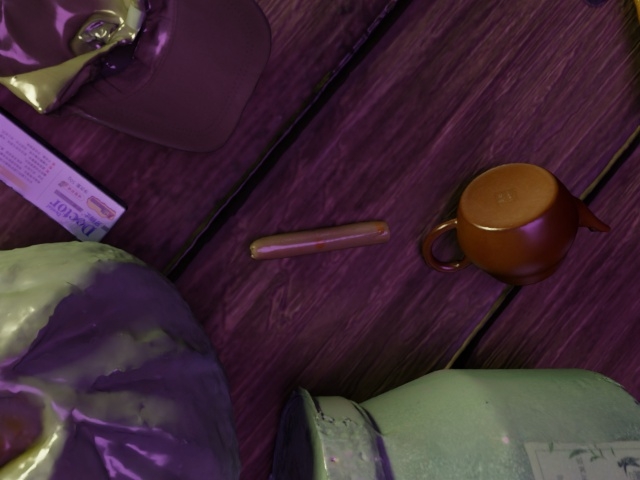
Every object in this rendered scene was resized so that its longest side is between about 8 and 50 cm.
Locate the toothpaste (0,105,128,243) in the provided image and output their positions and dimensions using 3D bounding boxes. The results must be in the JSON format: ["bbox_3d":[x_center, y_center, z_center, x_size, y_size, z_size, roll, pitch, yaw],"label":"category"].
[{"bbox_3d":[-0.233,-0.060,0.512,0.164,0.034,0.046,40,87,-18],"label":"toothpaste"}]

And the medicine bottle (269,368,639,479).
[{"bbox_3d":[0.114,0.229,0.556,0.289,0.245,0.245,5,98,-15],"label":"medicine bottle"}]

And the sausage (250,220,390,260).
[{"bbox_3d":[0.000,0.000,0.594,0.132,0.024,0.024,-8,101,-14],"label":"sausage"}]

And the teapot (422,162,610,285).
[{"bbox_3d":[0.182,-0.004,0.611,0.173,0.116,0.116,-16,105,15],"label":"teapot"}]

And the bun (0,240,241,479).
[{"bbox_3d":[-0.220,0.165,0.439,0.354,0.194,0.355,3,80,-14],"label":"bun"}]

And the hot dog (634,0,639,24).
[{"bbox_3d":[0.355,-0.218,0.635,0.092,0.062,0.236,-17,99,-8],"label":"hot dog"}]

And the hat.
[{"bbox_3d":[-0.145,-0.156,0.516,0.166,0.144,0.173,-63,152,0],"label":"hat"}]
